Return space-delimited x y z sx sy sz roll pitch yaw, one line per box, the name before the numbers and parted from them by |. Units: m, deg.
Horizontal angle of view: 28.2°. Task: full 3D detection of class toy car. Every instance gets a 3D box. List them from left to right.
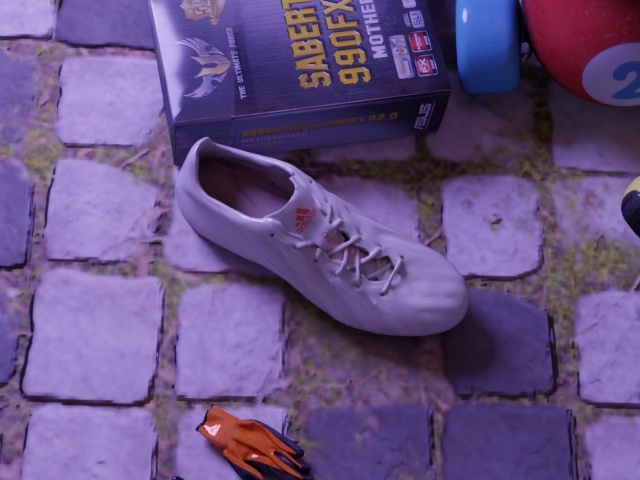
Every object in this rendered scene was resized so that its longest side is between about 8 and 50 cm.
toy car | 0.181 -0.184 0.749 0.219 0.238 0.210 -3 95 10

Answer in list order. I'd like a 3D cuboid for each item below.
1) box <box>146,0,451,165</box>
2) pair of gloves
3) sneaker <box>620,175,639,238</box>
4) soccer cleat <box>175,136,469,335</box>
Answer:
box | -0.028 -0.172 0.866 0.183 0.056 0.231 -7 64 -10
pair of gloves | -0.050 0.142 0.734 0.074 0.010 0.083 29 67 7
sneaker | 0.273 -0.056 0.830 0.208 0.081 0.094 -15 66 -25
soccer cleat | 0.000 0.000 0.772 0.196 0.076 0.068 25 64 6
